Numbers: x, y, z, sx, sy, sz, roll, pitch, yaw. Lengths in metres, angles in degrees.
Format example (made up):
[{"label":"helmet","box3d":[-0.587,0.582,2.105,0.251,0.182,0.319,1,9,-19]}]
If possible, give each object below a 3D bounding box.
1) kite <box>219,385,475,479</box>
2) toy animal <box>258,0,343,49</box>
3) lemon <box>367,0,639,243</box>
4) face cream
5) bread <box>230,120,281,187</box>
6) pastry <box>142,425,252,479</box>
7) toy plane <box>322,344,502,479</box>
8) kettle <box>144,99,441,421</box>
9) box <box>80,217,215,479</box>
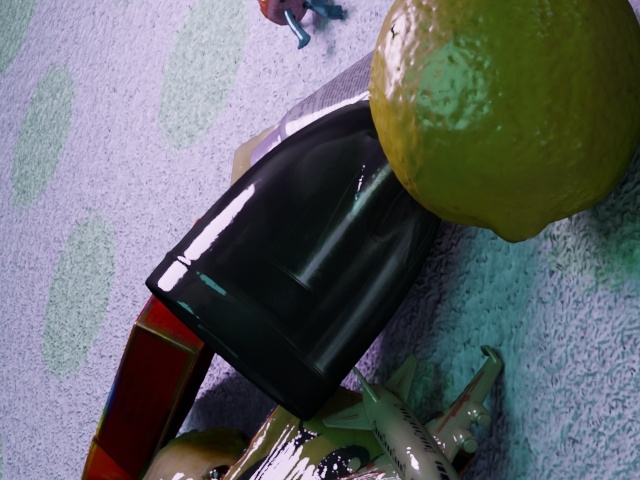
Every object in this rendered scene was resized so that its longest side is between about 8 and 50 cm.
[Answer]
[{"label":"kite","box3d":[0.007,0.264,1.621,0.327,0.013,0.377,-22,39,21]},{"label":"toy animal","box3d":[-0.040,-0.320,2.097,0.208,0.100,0.103,-125,17,-51]},{"label":"lemon","box3d":[0.172,-0.149,1.459,0.253,0.253,0.310,-28,54,52]},{"label":"face cream","box3d":[0.034,-0.151,1.854,0.274,0.096,0.154,-41,17,34]},{"label":"bread","box3d":[-0.067,-0.046,2.012,0.139,0.060,0.178,-26,54,52]},{"label":"pastry","box3d":[-0.138,0.344,1.824,0.256,0.170,0.237,24,104,53]},{"label":"toy plane","box3d":[0.089,0.202,1.533,0.242,0.104,0.256,-34,39,-2]},{"label":"kettle","box3d":[0.000,0.000,1.733,0.324,0.228,0.321,-50,1,-8]},{"label":"box","box3d":[-0.186,0.150,1.943,0.197,0.089,0.313,-65,-2,-47]}]
